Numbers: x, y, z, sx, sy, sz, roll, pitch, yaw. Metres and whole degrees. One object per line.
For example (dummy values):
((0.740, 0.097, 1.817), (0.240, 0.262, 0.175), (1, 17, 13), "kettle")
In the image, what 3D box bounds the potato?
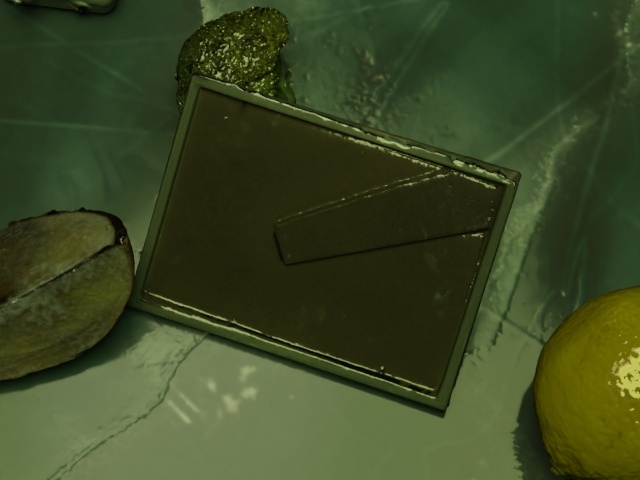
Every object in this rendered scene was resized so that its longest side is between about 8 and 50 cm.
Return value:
((-0.274, 0.058, 1.823), (0.261, 0.100, 0.120), (-26, 35, 7), "potato")

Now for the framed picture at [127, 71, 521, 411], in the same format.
((0.000, 0.000, 1.806), (0.315, 0.024, 0.232), (19, 102, 7), "framed picture")

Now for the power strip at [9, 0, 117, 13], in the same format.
((-0.240, -0.343, 1.956), (0.118, 0.046, 0.270), (8, 71, 0), "power strip")

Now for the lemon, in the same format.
((0.275, 0.132, 1.737), (0.178, 0.178, 0.203), (44, 88, 13), "lemon")

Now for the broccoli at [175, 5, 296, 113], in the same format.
((-0.076, -0.155, 1.866), (0.120, 0.130, 0.131), (30, 36, -32), "broccoli")
